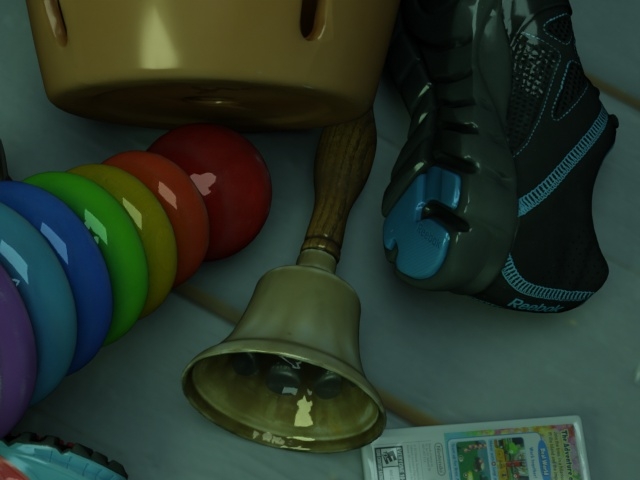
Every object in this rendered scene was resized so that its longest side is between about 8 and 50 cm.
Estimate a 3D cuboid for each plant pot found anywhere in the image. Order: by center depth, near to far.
[{"bbox_3d":[-0.067,-0.181,0.905,0.291,0.291,0.203,2,86,-4],"label":"plant pot"}]

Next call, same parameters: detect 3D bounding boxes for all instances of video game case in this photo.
[{"bbox_3d":[0.103,0.191,0.908,0.143,0.019,0.157,-3,70,-6],"label":"video game case"}]

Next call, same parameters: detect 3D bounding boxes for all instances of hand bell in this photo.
[{"bbox_3d":[0.000,0.000,0.939,0.126,0.126,0.242,13,58,0],"label":"hand bell"}]

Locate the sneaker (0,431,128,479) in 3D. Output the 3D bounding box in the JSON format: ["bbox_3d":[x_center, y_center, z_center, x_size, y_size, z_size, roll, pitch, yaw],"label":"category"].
[{"bbox_3d":[-0.251,0.162,0.847,0.262,0.104,0.125,9,73,0],"label":"sneaker"}]

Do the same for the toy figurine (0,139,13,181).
[{"bbox_3d":[-0.303,-0.030,0.894,0.213,0.148,0.209,32,65,11],"label":"toy figurine"}]

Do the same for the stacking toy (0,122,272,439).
[{"bbox_3d":[-0.144,0.009,0.842,0.141,0.141,0.330,43,36,11],"label":"stacking toy"}]

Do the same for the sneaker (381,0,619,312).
[{"bbox_3d":[0.123,-0.109,0.983,0.140,0.125,0.340,19,64,-27],"label":"sneaker"}]
